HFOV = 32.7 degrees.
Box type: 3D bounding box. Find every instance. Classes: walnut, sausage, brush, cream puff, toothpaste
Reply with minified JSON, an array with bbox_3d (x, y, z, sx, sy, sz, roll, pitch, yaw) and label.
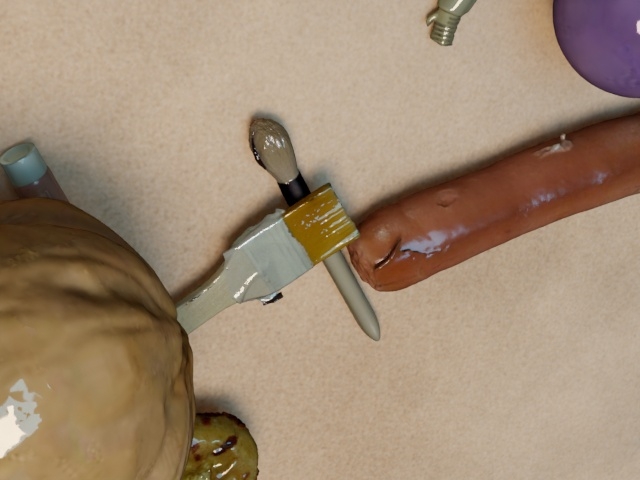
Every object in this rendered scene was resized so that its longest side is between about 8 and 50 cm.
[{"bbox_3d":[-0.276,0.145,0.875,0.381,0.381,0.381,-9,114,-21],"label":"walnut"},{"bbox_3d":[0.224,-0.050,1.154,0.419,0.094,0.094,-20,156,-16],"label":"sausage"},{"bbox_3d":[-0.116,0.061,1.067,0.336,0.020,0.085,-33,124,-1],"label":"brush"},{"bbox_3d":[-0.132,0.233,1.114,0.149,0.084,0.149,-9,111,-24],"label":"cream puff"},{"bbox_3d":[0.000,0.000,1.105,0.039,0.042,0.299,-25,121,5],"label":"brush"},{"bbox_3d":[-0.232,0.003,1.005,0.056,0.036,0.205,-27,123,-9],"label":"toothpaste"}]

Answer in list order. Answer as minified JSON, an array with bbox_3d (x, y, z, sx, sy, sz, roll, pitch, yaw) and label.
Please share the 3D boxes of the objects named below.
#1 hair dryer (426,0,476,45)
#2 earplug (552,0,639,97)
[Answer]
[{"bbox_3d":[0.230,-0.355,1.047,0.296,0.119,0.298,-20,133,-20],"label":"hair dryer"},{"bbox_3d":[0.415,-0.321,1.040,0.456,0.215,0.215,-42,121,7],"label":"earplug"}]
